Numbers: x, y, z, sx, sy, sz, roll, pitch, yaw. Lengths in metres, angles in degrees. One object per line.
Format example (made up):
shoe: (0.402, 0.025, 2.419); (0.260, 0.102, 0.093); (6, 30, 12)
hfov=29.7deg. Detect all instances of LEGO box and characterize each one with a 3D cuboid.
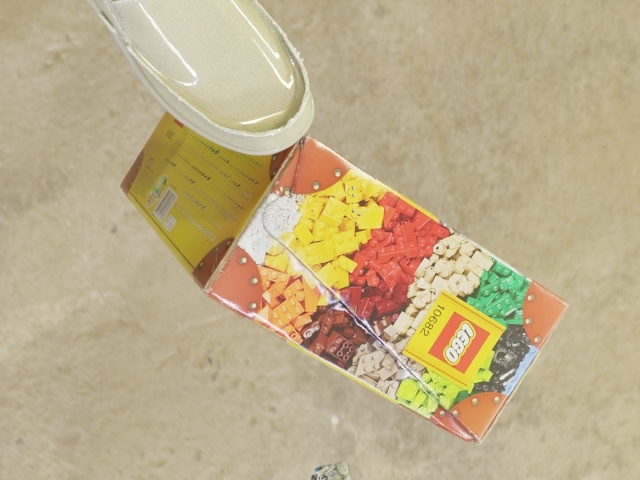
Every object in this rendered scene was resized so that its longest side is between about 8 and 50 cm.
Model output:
LEGO box: (0.000, 0.000, 1.462); (0.372, 0.500, 0.193); (31, 93, -24)

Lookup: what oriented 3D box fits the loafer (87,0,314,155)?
loafer: (-0.108, -0.167, 0.860); (0.268, 0.092, 0.102); (44, 84, -9)

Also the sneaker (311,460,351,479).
sneaker: (0.015, 0.362, 1.770); (0.058, 0.135, 0.052); (0, 95, -4)
